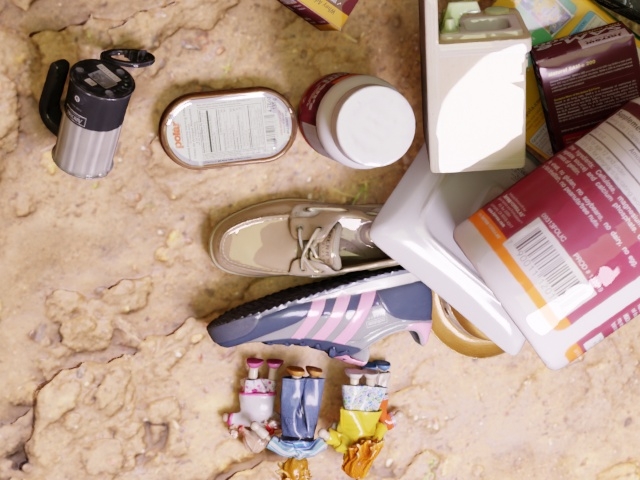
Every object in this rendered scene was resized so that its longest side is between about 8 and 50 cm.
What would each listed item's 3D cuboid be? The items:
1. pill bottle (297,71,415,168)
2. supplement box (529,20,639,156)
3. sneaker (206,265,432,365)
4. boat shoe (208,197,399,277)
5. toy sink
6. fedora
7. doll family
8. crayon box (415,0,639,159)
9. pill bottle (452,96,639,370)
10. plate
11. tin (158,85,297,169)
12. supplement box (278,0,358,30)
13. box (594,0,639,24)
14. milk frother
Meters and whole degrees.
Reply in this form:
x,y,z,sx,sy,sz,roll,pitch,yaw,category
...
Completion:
x,y,z,sx,sy,sz,roll,pitch,yaw,category
0.046,-0.157,1.606,0.121,0.221,0.121,-2,99,-11,pill bottle
0.369,-0.157,1.641,0.130,0.073,0.239,-15,115,6,supplement box
0.007,0.123,1.700,0.319,0.112,0.131,-14,99,-8,sneaker
0.000,0.000,1.685,0.302,0.098,0.109,-2,100,-11,boat shoe
0.196,-0.223,1.569,0.131,0.153,0.234,-4,114,2,toy sink
0.238,0.082,1.756,0.194,0.079,0.194,-2,99,-11,fedora
-0.001,0.258,1.716,0.263,0.118,0.163,3,99,-12,doll family
0.314,-0.242,1.688,0.323,0.083,0.203,34,111,-15,crayon box
0.381,-0.037,1.524,0.392,0.224,0.224,-36,104,5,pill bottle
0.238,-0.030,1.698,0.277,0.045,0.278,39,64,-13,plate
-0.124,-0.153,1.669,0.190,0.040,0.106,-8,96,-10,tin
-0.011,-0.405,1.602,0.191,0.129,0.194,33,92,-15,supplement box
0.440,-0.394,1.721,0.180,0.077,0.147,23,94,-14,box
-0.281,-0.175,1.608,0.143,0.129,0.134,-13,141,-37,milk frother
